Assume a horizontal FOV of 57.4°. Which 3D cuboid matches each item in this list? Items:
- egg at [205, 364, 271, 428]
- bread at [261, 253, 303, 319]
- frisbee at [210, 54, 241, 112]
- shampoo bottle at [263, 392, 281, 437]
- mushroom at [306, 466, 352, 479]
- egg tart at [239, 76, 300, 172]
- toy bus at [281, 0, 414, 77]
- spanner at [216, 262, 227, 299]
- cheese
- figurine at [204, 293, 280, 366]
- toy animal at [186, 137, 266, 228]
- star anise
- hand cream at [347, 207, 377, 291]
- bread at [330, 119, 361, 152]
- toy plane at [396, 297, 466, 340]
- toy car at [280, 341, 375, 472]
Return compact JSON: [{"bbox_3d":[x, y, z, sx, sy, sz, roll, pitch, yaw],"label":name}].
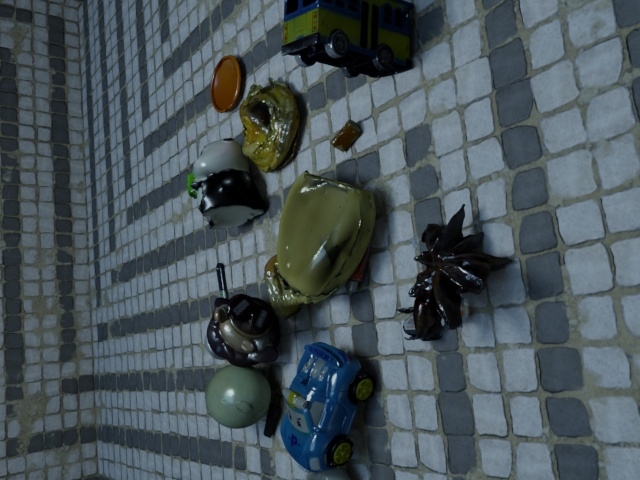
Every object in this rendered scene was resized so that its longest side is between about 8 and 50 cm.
[{"bbox_3d":[-0.244,0.458,1.727,0.253,0.186,0.187,159,108,-64],"label":"egg"},{"bbox_3d":[-0.091,0.113,1.587,0.251,0.133,0.174,-28,69,47],"label":"bread"},{"bbox_3d":[-0.311,-0.522,1.960,0.192,0.035,0.192,-2,88,51],"label":"frisbee"},{"bbox_3d":[-0.141,0.516,1.722,0.048,0.027,0.137,36,116,48],"label":"shampoo bottle"},{"bbox_3d":[0.065,0.669,1.404,0.118,0.103,0.270,-49,58,40],"label":"mushroom"},{"bbox_3d":[-0.174,-0.341,1.721,0.297,0.132,0.297,0,90,58],"label":"egg tart"},{"bbox_3d":[0.064,-0.462,1.283,0.138,0.287,0.175,3,92,51],"label":"toy bus"},{"bbox_3d":[-0.326,0.230,1.971,0.087,0.024,0.316,-30,66,53],"label":"spanner"},{"bbox_3d":[0.000,0.000,1.426,0.259,0.128,0.316,18,90,44],"label":"cheese"},{"bbox_3d":[-0.208,0.255,1.605,0.365,0.218,0.206,138,148,-82],"label":"figurine"},{"bbox_3d":[-0.307,-0.178,1.809,0.212,0.212,0.267,-42,61,43],"label":"toy animal"},{"bbox_3d":[0.252,0.065,1.146,0.212,0.129,0.283,-44,22,29],"label":"star anise"},{"bbox_3d":[0.100,0.022,1.435,0.052,0.038,0.216,13,96,23],"label":"hand cream"},{"bbox_3d":[0.065,-0.264,1.475,0.083,0.047,0.036,-45,25,39],"label":"bread"},{"bbox_3d":[0.234,0.171,1.242,0.197,0.053,0.078,-22,63,54],"label":"toy plane"},{"bbox_3d":[-0.010,0.405,1.420,0.198,0.166,0.314,18,87,53],"label":"toy car"}]
